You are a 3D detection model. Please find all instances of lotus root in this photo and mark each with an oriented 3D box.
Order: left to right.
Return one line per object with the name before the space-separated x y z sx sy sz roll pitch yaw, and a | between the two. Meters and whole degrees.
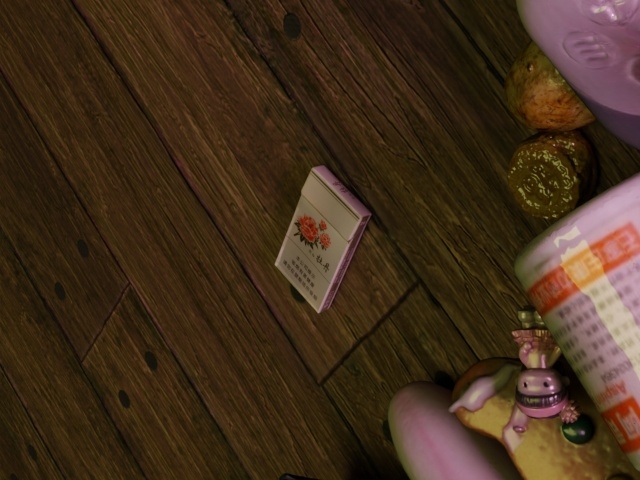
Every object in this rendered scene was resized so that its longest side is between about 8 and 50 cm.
lotus root | 0.280 -0.191 1.332 0.110 0.097 0.258 37 139 -9

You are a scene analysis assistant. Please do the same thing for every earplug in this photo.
earplug | 0.190 0.298 1.616 0.301 0.172 0.172 48 137 33

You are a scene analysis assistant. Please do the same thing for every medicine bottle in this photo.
medicine bottle | 0.372 0.125 1.276 0.371 0.211 0.211 60 140 12

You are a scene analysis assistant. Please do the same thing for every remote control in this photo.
remote control | 0.321 -0.187 1.177 0.221 0.103 0.332 -14 137 41

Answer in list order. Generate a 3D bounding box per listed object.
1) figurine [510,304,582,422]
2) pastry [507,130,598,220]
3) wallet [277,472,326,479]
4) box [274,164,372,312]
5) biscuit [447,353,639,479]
figurine | 0.246 0.134 1.386 0.072 0.054 0.129 -4 90 16
pastry | 0.263 -0.076 1.440 0.097 0.057 0.109 39 135 25
wallet | 0.089 0.385 1.768 0.318 0.172 0.045 10 78 45
box | 0.000 0.000 1.799 0.109 0.029 0.198 47 137 25
biscuit | 0.340 0.290 1.396 0.283 0.064 0.432 -30 75 17
